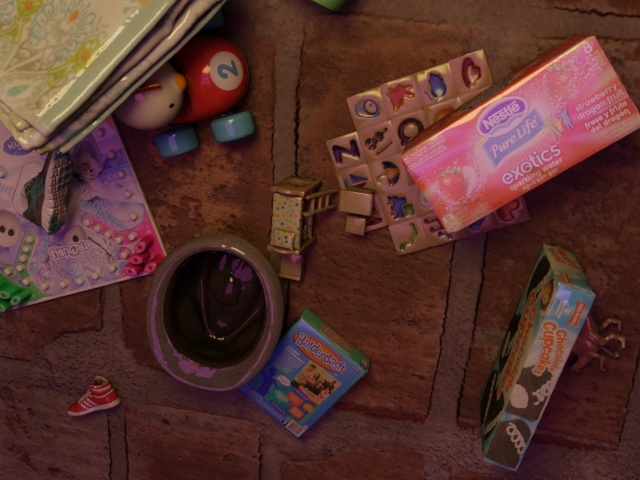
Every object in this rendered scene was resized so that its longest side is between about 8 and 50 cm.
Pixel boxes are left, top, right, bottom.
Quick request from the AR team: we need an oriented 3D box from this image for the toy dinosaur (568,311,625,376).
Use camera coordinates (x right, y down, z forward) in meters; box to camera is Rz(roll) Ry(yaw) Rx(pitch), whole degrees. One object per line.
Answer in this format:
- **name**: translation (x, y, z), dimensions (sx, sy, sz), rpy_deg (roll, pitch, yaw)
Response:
- **toy dinosaur**: translation (0.454, 0.157, 1.066), dimensions (0.092, 0.053, 0.183), rpy_deg (0, 108, 13)

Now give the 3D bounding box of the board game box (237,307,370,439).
- **board game box**: translation (-0.033, 0.253, 1.202), dimensions (0.160, 0.047, 0.210), rpy_deg (41, 112, -3)

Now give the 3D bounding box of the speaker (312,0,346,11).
- **speaker**: translation (0.043, -0.487, 0.898), dimensions (0.131, 0.131, 0.297), rpy_deg (29, 111, 1)

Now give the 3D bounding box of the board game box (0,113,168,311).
- **board game box**: translation (-0.523, -0.077, 1.193), dimensions (0.389, 0.050, 0.390), rpy_deg (-14, 104, 16)

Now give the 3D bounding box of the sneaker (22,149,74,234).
- **sneaker**: translation (-0.487, -0.094, 1.121), dimensions (0.076, 0.065, 0.167), rpy_deg (21, 109, 8)

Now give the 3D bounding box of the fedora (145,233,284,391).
- **fedora**: translation (-0.178, 0.115, 1.144), dimensions (0.243, 0.124, 0.276), rpy_deg (10, 101, 6)

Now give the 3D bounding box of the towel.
- **towel**: translation (-0.340, -0.332, 0.876), dimensions (0.320, 0.090, 0.374), rpy_deg (42, 82, 19)

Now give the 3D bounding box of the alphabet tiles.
- **alphabet tiles**: translation (0.193, -0.135, 1.046), dimensions (0.342, 0.011, 0.285), rpy_deg (-16, 104, 16)

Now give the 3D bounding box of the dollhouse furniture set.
- **dollhouse furniture set**: translation (0.000, 0.000, 1.072), dimensions (0.160, 0.101, 0.182), rpy_deg (10, 110, 15)

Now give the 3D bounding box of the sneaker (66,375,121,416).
- **sneaker**: translation (-0.479, 0.321, 1.320), dimensions (0.118, 0.042, 0.067), rpy_deg (-16, 108, 8)

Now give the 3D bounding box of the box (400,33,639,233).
- **box**: translation (0.281, -0.155, 0.932), dimensions (0.299, 0.154, 0.142), rpy_deg (-31, 99, 20)

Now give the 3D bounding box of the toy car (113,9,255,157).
- **toy car**: translation (-0.235, -0.236, 0.979), dimensions (0.210, 0.238, 0.219), rpy_deg (-11, 106, 15)

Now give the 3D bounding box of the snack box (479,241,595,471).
- **snack box**: translation (0.336, 0.182, 1.026), dimensions (0.060, 0.187, 0.322), rpy_deg (18, 110, 6)
